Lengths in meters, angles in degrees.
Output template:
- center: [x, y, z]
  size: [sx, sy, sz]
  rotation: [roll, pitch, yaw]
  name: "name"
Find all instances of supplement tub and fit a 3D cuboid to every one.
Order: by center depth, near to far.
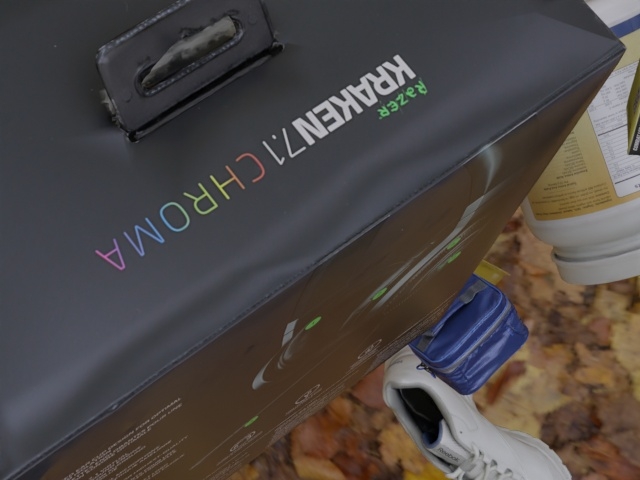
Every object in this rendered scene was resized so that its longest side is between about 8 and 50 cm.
- center: [0.326, -0.128, 1.601]
  size: [0.228, 0.228, 0.316]
  rotation: [-23, 101, -8]
  name: "supplement tub"

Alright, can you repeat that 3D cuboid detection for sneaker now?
- center: [0.175, 0.249, 1.563]
  size: [0.297, 0.129, 0.111]
  rotation: [41, 110, 6]
  name: "sneaker"

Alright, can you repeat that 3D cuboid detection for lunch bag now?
- center: [0.121, 0.080, 1.164]
  size: [0.098, 0.067, 0.065]
  rotation: [-45, 124, -7]
  name: "lunch bag"

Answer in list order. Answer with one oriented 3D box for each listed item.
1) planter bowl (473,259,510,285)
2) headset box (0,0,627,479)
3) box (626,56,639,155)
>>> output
- center: [0.106, 0.030, 1.580]
  size: [0.217, 0.217, 0.090]
  rotation: [26, 91, -9]
  name: "planter bowl"
- center: [-0.052, 0.003, 0.499]
  size: [0.246, 0.283, 0.131]
  rotation: [-35, 77, -19]
  name: "headset box"
- center: [0.368, -0.090, 1.096]
  size: [0.232, 0.087, 0.058]
  rotation: [13, 125, 5]
  name: "box"
